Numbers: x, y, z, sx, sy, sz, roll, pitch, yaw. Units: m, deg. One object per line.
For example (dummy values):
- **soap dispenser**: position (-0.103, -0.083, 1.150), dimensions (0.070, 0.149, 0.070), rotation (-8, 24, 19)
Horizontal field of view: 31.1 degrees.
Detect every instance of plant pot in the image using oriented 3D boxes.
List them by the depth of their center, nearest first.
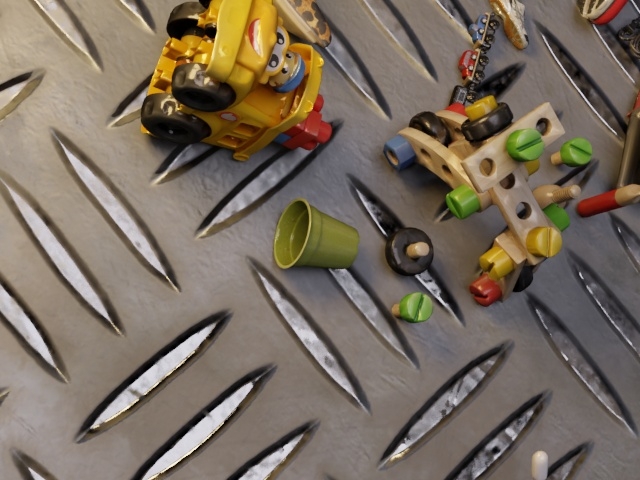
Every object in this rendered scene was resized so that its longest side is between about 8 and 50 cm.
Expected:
- **plant pot**: position (0.000, 0.000, 1.328), dimensions (0.079, 0.083, 0.083), rotation (15, 74, -29)

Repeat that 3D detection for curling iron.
- **curling iron**: position (0.415, -0.177, 1.522), dimensions (0.068, 0.035, 0.274), rotation (16, 74, -11)

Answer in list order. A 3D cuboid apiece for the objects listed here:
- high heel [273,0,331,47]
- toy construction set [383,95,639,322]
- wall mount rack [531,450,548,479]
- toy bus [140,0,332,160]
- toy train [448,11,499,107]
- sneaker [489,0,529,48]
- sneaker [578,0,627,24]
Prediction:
- **high heel**: position (-0.023, -0.368, 1.376), dimensions (0.186, 0.093, 0.261), rotation (-38, 84, -15)
- **toy construction set**: position (0.245, -0.057, 1.326), dimensions (0.308, 0.237, 0.258), rotation (-7, 85, -21)
- **wall mount rack**: position (0.191, 0.417, 1.275), dimensions (0.350, 0.130, 0.304), rotation (-21, 86, -22)
- **toy bus**: position (-0.071, -0.172, 1.264), dimensions (0.211, 0.220, 0.149), rotation (23, 68, -20)
- **toy train**: position (0.193, -0.222, 1.461), dimensions (0.036, 0.027, 0.158), rotation (19, 74, -3)
- **sneaker**: position (0.255, -0.290, 1.492), dimensions (0.037, 0.032, 0.083), rotation (-26, 89, -21)
- **sneaker**: position (0.456, -0.379, 1.544), dimensions (0.118, 0.107, 0.279), rotation (45, 71, -15)
